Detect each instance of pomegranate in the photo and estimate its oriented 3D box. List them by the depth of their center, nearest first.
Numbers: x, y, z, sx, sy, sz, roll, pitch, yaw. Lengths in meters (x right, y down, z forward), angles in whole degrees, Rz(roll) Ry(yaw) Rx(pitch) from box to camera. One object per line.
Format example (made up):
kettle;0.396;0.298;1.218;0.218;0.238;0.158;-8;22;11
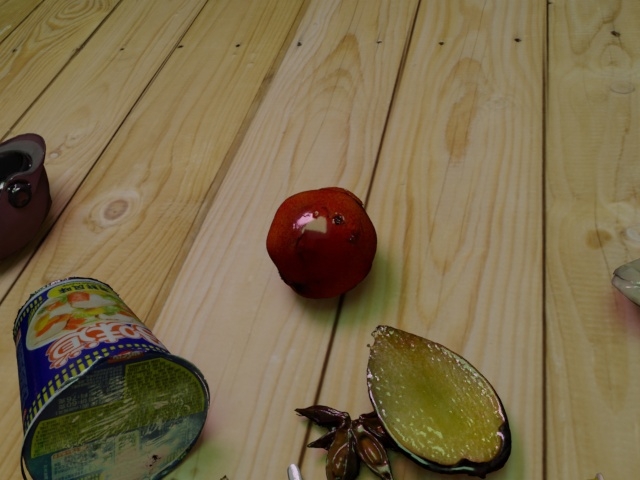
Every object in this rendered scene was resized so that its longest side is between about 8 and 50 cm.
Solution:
pomegranate;0.000;0.000;1.151;0.210;0.210;0.235;-23;15;-8

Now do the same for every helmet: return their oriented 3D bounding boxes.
helmet;-0.733;-0.073;1.395;0.270;0.197;0.338;18;48;36

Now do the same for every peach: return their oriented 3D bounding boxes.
peach;0.161;0.247;0.950;0.189;0.068;0.279;-16;50;-25

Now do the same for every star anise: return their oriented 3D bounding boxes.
star anise;0.056;0.316;0.943;0.212;0.054;0.157;-1;44;7

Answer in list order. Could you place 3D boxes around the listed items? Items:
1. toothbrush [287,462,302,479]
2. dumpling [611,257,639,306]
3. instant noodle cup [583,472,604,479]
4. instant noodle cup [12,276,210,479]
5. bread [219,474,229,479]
toothbrush;-0.004;0.448;0.862;0.021;0.024;0.288;-20;49;-1
dumpling;0.672;0.062;0.966;0.394;0.233;0.315;-4;14;28
instant noodle cup;0.262;0.390;0.736;0.174;0.213;0.213;-10;46;16
instant noodle cup;-0.370;0.213;1.016;0.284;0.284;0.312;-33;41;-17
bread;-0.162;0.398;0.934;0.083;0.036;0.047;-36;58;-21
